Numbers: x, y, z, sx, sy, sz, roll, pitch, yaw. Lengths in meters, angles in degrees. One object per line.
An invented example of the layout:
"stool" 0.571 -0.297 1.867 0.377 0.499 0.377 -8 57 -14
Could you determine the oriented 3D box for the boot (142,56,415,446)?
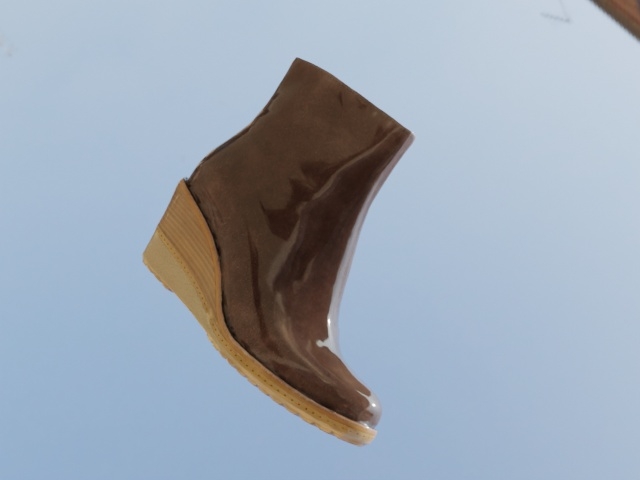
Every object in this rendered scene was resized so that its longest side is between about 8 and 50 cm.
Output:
"boot" 0.000 0.000 0.713 0.248 0.090 0.207 41 -88 26
